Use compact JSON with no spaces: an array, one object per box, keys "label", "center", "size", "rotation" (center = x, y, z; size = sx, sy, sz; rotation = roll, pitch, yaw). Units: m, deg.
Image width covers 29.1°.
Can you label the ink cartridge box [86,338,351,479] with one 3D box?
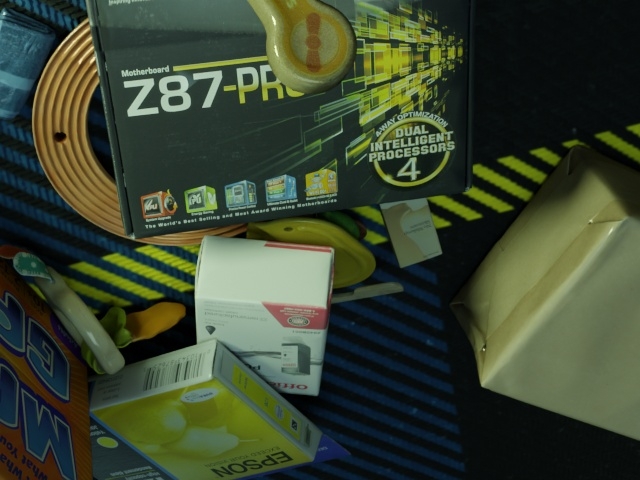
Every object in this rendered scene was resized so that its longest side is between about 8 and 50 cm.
[{"label":"ink cartridge box","center":[-0.167,0.261,1.594],"size":[0.303,0.072,0.307],"rotation":[-19,133,28]}]

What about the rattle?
[{"label":"rattle","center":[-0.273,0.053,1.489],"size":[0.143,0.130,0.200],"rotation":[-33,100,-1]}]

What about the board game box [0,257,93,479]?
[{"label":"board game box","center":[-0.501,0.203,1.365],"size":[0.356,0.356,0.356],"rotation":[-29,127,9]}]

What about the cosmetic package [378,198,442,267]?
[{"label":"cosmetic package","center":[0.108,-0.027,1.528],"size":[0.060,0.041,0.115],"rotation":[-20,128,2]}]

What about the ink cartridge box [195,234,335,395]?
[{"label":"ink cartridge box","center":[-0.069,0.096,1.495],"size":[0.158,0.092,0.218],"rotation":[5,147,0]}]

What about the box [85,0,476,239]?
[{"label":"box","center":[-0.035,-0.178,1.312],"size":[0.395,0.097,0.318],"rotation":[-7,123,-7]}]

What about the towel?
[{"label":"towel","center":[-0.334,-0.185,1.320],"size":[0.067,0.029,0.119],"rotation":[19,119,-25]}]

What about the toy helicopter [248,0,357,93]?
[{"label":"toy helicopter","center":[-0.065,-0.303,1.144],"size":[0.235,0.140,0.355],"rotation":[-32,90,-16]}]

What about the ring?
[{"label":"ring","center":[-0.153,-0.137,1.396],"size":[0.336,0.032,0.336],"rotation":[-6,127,-7]}]

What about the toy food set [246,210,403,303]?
[{"label":"toy food set","center":[0.000,0.000,1.502],"size":[0.128,0.071,0.218],"rotation":[-15,147,27]}]

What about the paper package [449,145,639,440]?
[{"label":"paper package","center":[0.389,0.081,1.593],"size":[0.325,0.168,0.309],"rotation":[21,119,-26]}]
